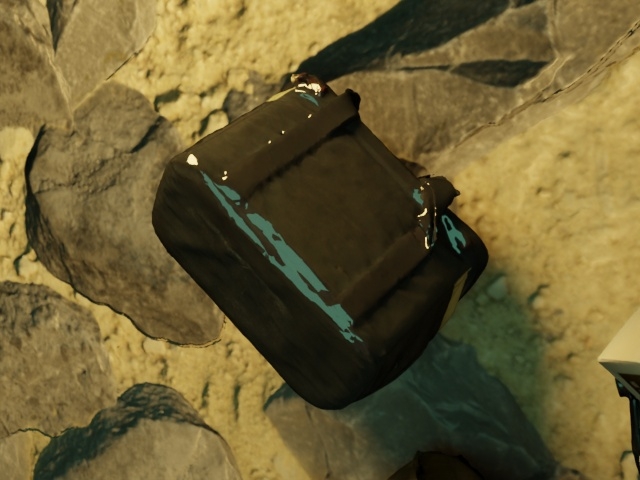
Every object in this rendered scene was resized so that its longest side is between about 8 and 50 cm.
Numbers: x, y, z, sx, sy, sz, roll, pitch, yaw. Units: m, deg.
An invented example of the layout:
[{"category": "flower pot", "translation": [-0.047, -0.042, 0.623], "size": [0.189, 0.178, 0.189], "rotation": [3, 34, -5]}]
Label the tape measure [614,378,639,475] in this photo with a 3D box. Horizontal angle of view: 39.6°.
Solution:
[{"category": "tape measure", "translation": [0.301, 0.136, 0.710], "size": [0.104, 0.107, 0.179], "rotation": [55, 161, 36]}]

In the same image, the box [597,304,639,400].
[{"category": "box", "translation": [0.329, 0.106, 0.599], "size": [0.243, 0.067, 0.155], "rotation": [44, 80, -4]}]

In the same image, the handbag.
[{"category": "handbag", "translation": [0.000, 0.000, 0.749], "size": [0.254, 0.181, 0.181], "rotation": [46, 147, 9]}]

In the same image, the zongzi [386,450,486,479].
[{"category": "zongzi", "translation": [0.155, 0.346, 0.636], "size": [0.174, 0.393, 0.356], "rotation": [-45, 83, 3]}]
